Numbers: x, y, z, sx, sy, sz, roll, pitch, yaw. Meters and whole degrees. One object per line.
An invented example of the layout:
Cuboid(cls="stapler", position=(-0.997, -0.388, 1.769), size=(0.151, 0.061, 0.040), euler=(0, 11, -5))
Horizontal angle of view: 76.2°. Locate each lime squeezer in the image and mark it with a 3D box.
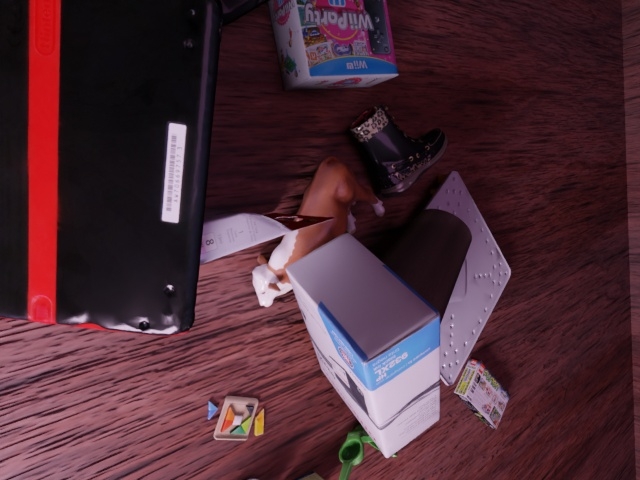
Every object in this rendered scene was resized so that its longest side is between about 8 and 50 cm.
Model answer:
Cuboid(cls="lime squeezer", position=(0.079, 0.446, 0.839), size=(0.310, 0.059, 0.109), euler=(7, 80, -61))

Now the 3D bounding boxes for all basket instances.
Cuboid(cls="basket", position=(0.203, 0.057, 0.827), size=(0.226, 0.154, 0.204), euler=(-55, 126, -25))

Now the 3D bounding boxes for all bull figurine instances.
Cuboid(cls="bull figurine", position=(0.000, 0.000, 0.765), size=(0.188, 0.101, 0.310), euler=(34, 78, -39))

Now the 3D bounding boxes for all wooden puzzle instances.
Cuboid(cls="wooden puzzle", position=(-0.146, 0.314, 0.721), size=(0.116, 0.014, 0.078), euler=(13, 84, -35))

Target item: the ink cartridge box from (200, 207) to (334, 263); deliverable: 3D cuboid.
Cuboid(cls="ink cartridge box", position=(-0.128, -0.032, 0.616), size=(0.232, 0.189, 0.066), euler=(-25, 110, -33))

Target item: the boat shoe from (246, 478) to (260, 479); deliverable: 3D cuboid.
Cuboid(cls="boat shoe", position=(-0.186, 0.522, 0.643), size=(0.301, 0.102, 0.108), euler=(-29, 108, -32))

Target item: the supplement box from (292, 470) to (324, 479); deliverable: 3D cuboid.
Cuboid(cls="supplement box", position=(-0.022, 0.497, 0.774), size=(0.083, 0.083, 0.056), euler=(-5, 94, -36))

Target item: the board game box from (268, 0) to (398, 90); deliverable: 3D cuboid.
Cuboid(cls="board game box", position=(0.016, -0.448, 0.765), size=(0.224, 0.098, 0.303), euler=(-18, 102, -34))

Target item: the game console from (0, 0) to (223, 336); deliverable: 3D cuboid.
Cuboid(cls="game console", position=(-0.292, -0.093, 0.439), size=(0.342, 0.060, 0.386), euler=(7, 102, -6))

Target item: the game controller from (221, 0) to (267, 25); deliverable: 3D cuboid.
Cuboid(cls="game controller", position=(-0.092, -0.472, 0.630), size=(0.319, 0.067, 0.166), euler=(-31, 115, -1))

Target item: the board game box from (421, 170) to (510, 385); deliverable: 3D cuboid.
Cuboid(cls="board game box", position=(0.315, 0.094, 1.028), size=(0.390, 0.050, 0.390), euler=(-51, 119, -23))

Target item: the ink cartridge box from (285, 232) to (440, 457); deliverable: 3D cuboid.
Cuboid(cls="ink cartridge box", position=(0.077, 0.178, 0.680), size=(0.129, 0.223, 0.307), euler=(-30, 133, -16))

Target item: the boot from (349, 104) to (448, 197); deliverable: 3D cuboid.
Cuboid(cls="boot", position=(0.178, -0.228, 0.897), size=(0.236, 0.085, 0.178), euler=(-46, 114, -25))

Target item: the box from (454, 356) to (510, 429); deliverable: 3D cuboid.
Cuboid(cls="box", position=(0.462, 0.434, 1.156), size=(0.207, 0.036, 0.114), euler=(47, 65, -28))
